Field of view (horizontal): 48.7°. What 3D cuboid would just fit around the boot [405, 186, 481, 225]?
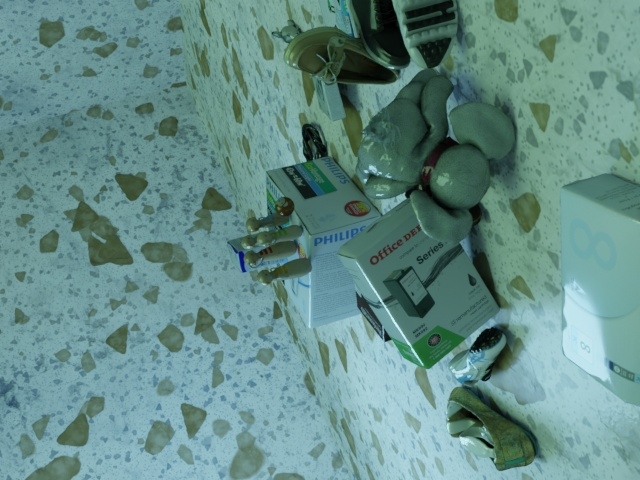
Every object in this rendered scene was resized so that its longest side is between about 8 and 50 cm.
[{"bbox_3d":[0.279,-0.054,1.507,0.106,0.082,0.219,54,169,-34],"label":"boot"}]

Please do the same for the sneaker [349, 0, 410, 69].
[{"bbox_3d":[0.131,-0.471,1.482,0.222,0.083,0.118,63,157,21],"label":"sneaker"}]

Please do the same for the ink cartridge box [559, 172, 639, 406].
[{"bbox_3d":[0.476,0.114,0.944,0.385,0.091,0.308,-133,29,-59],"label":"ink cartridge box"}]

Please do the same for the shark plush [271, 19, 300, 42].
[{"bbox_3d":[-0.071,-0.610,2.125,0.161,0.073,0.067,24,154,42],"label":"shark plush"}]

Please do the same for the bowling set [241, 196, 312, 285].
[{"bbox_3d":[-0.146,-0.022,1.953,0.287,0.154,0.200,-140,40,-57],"label":"bowling set"}]

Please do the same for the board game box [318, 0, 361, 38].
[{"bbox_3d":[0.041,-0.610,1.685,0.193,0.053,0.306,-158,52,-71],"label":"board game box"}]

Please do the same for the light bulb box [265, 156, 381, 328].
[{"bbox_3d":[0.000,0.000,2.135,0.358,0.225,0.361,-126,28,-46],"label":"light bulb box"}]

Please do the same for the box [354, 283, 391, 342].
[{"bbox_3d":[0.189,0.106,1.760,0.168,0.166,0.203,-129,26,-52],"label":"box"}]

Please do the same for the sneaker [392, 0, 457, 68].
[{"bbox_3d":[0.179,-0.458,1.321,0.118,0.109,0.292,142,118,-81],"label":"sneaker"}]

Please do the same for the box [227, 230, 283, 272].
[{"bbox_3d":[-0.200,0.033,2.161,0.126,0.137,0.072,-146,45,-63],"label":"box"}]

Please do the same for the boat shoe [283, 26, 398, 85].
[{"bbox_3d":[0.052,-0.387,1.518,0.089,0.285,0.105,56,136,29],"label":"boat shoe"}]

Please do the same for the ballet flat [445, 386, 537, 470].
[{"bbox_3d":[0.359,0.434,1.644,0.348,0.123,0.123,-156,50,-70],"label":"ballet flat"}]

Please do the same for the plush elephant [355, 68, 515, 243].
[{"bbox_3d":[0.214,-0.152,1.315,0.255,0.272,0.330,35,-165,4],"label":"plush elephant"}]

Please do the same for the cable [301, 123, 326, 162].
[{"bbox_3d":[-0.023,-0.304,2.273,0.185,0.047,0.151,89,162,-52],"label":"cable"}]

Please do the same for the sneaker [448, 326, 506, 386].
[{"bbox_3d":[0.357,0.259,1.550,0.086,0.085,0.237,41,153,10],"label":"sneaker"}]

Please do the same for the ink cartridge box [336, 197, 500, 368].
[{"bbox_3d":[0.202,0.085,1.471,0.289,0.211,0.121,56,168,-14],"label":"ink cartridge box"}]

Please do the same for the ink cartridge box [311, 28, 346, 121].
[{"bbox_3d":[0.005,-0.448,1.900,0.223,0.045,0.224,-114,9,-70],"label":"ink cartridge box"}]
